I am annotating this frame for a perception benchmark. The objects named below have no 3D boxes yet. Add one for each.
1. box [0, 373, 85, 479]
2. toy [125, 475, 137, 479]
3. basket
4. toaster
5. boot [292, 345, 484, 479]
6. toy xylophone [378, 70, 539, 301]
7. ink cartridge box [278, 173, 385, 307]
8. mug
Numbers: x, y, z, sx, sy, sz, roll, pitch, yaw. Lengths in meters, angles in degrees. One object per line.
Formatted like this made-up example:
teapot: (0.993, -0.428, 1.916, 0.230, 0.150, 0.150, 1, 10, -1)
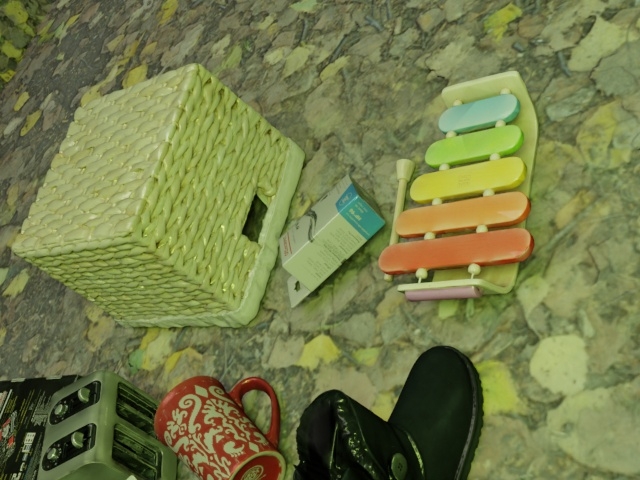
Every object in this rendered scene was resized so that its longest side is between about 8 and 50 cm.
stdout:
box: (-0.499, 0.389, 1.295, 0.257, 0.079, 0.322, -13, 54, 39)
toy: (-0.278, 0.431, 1.049, 0.237, 0.137, 0.056, -44, 1, 12)
basket: (-0.251, -0.058, 1.244, 0.331, 0.266, 0.328, -6, 57, 39)
toaster: (-0.293, 0.300, 1.101, 0.110, 0.185, 0.168, -33, 36, 17)
boot: (0.074, 0.191, 0.799, 0.094, 0.207, 0.247, -10, 55, 39)
toy xylophone: (0.167, -0.053, 0.986, 0.236, 0.081, 0.323, -16, 52, 36)
ink cartridge box: (0.000, 0.000, 1.097, 0.180, 0.060, 0.104, -43, 20, 10)
mug: (-0.119, 0.252, 1.014, 0.169, 0.113, 0.150, 32, 87, 46)
